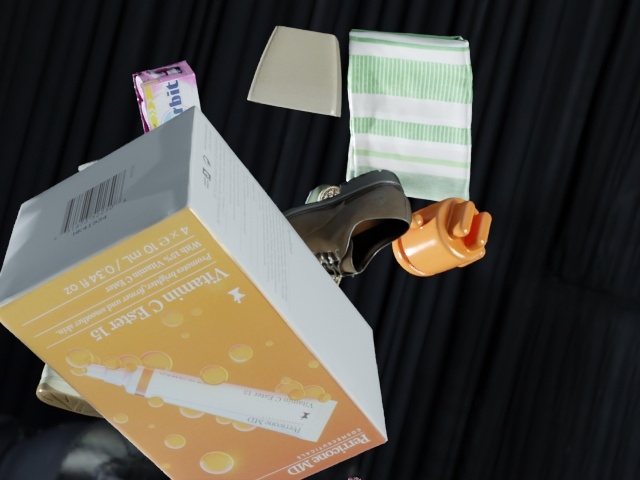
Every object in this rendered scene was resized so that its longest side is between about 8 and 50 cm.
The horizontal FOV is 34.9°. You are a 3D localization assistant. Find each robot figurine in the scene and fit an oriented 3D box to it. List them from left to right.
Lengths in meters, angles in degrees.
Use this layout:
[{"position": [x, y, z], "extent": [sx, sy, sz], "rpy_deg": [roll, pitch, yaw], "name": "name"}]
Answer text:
[{"position": [0.220, -0.006, 1.910], "extent": [0.158, 0.128, 0.219], "rpy_deg": [-11, 171, -37], "name": "robot figurine"}]

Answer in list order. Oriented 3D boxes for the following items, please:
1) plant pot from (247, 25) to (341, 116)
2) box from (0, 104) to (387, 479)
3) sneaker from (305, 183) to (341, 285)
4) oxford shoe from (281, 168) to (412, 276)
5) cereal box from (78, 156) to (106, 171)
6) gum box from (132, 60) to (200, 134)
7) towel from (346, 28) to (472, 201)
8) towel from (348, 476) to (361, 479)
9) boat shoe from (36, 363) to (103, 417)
[{"position": [-0.023, -0.211, 1.269], "extent": [0.109, 0.096, 0.109], "rpy_deg": [10, -174, 4], "name": "plant pot"}, {"position": [-0.113, 0.081, 0.999], "extent": [0.345, 0.215, 0.168], "rpy_deg": [52, -161, -33], "name": "box"}, {"position": [0.000, 0.000, 1.688], "extent": [0.064, 0.192, 0.086], "rpy_deg": [3, -170, -21], "name": "sneaker"}, {"position": [0.002, 0.007, 1.178], "extent": [0.083, 0.227, 0.096], "rpy_deg": [49, -166, -46], "name": "oxford shoe"}, {"position": [-0.280, -0.082, 1.766], "extent": [0.240, 0.173, 0.047], "rpy_deg": [-16, -169, 9], "name": "cereal box"}, {"position": [-0.292, -0.252, 1.983], "extent": [0.107, 0.188, 0.062], "rpy_deg": [-19, -139, -16], "name": "gum box"}, {"position": [0.166, -0.234, 1.941], "extent": [0.247, 0.325, 0.038], "rpy_deg": [8, -153, 18], "name": "towel"}, {"position": [0.066, 0.481, 1.560], "extent": [0.029, 0.197, 0.144], "rpy_deg": [-7, 140, 4], "name": "towel"}, {"position": [-0.347, 0.274, 1.814], "extent": [0.302, 0.098, 0.109], "rpy_deg": [20, 147, -17], "name": "boat shoe"}]
